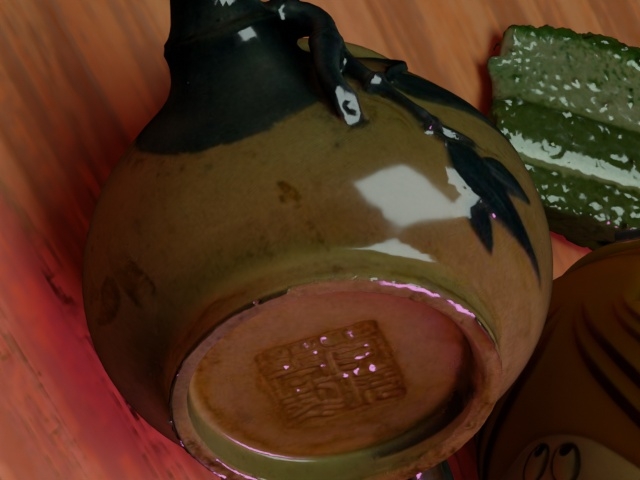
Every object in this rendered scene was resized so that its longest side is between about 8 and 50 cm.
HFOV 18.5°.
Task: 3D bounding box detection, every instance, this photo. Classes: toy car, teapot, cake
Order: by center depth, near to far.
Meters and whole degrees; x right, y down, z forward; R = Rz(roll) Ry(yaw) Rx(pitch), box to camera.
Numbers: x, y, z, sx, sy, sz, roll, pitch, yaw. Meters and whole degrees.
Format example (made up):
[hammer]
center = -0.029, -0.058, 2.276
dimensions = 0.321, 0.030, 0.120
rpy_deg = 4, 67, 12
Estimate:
[teapot]
center = 0.000, 0.000, 0.755
dimensions = 0.269, 0.173, 0.182
rpy_deg = 62, 13, -45
[toy car]
center = 0.142, 0.118, 0.813
dimensions = 0.142, 0.200, 0.247
rpy_deg = -9, 86, -41
[cake]
center = 0.187, -0.038, 0.951
dimensions = 0.235, 0.099, 0.100
rpy_deg = 22, 66, -36
